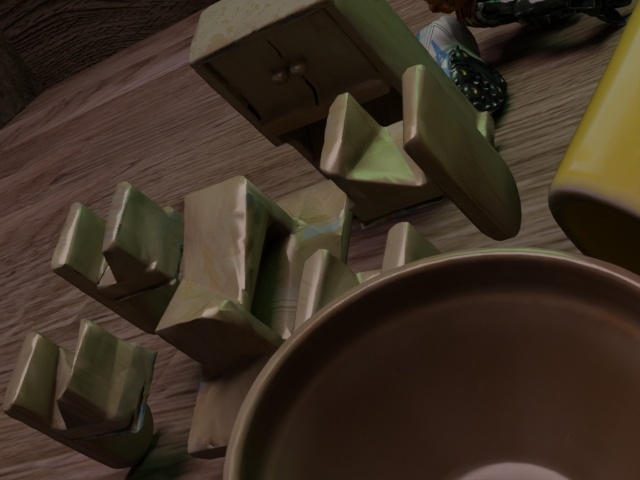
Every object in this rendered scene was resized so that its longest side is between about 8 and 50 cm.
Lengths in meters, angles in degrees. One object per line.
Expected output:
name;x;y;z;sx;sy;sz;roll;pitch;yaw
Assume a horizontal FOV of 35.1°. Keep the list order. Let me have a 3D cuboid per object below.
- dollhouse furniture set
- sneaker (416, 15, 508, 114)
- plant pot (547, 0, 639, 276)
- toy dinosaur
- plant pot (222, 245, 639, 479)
dollhouse furniture set;0.000;0.000;0.839;0.362;0.256;0.394;-18;48;34
sneaker;0.143;-0.177;1.107;0.086;0.085;0.237;-50;17;21
plant pot;0.258;-0.069;0.545;0.239;0.254;0.254;-52;25;-4
toy dinosaur;0.210;-0.285;1.118;0.218;0.164;0.322;-8;28;48
plant pot;0.081;0.122;0.486;0.237;0.110;0.237;-11;41;10
